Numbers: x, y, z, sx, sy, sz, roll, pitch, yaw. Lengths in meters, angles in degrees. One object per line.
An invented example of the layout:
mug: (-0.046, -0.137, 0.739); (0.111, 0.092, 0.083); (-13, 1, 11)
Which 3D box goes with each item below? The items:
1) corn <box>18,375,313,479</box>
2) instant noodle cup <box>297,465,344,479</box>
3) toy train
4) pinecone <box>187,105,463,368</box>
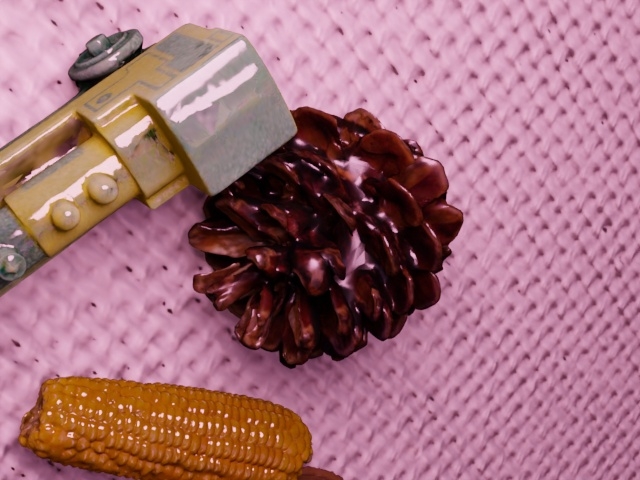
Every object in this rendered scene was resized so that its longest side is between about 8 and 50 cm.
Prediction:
corn: (-0.164, 0.229, 1.086); (0.363, 0.120, 0.120); (14, 98, -31)
instant noodle cup: (-0.033, 0.443, 1.246); (0.274, 0.091, 0.273); (-10, 109, -29)
toy train: (-0.229, -0.066, 0.881); (0.369, 0.237, 0.150); (-39, 123, -14)
pinecone: (0.001, 0.004, 1.034); (0.296, 0.242, 0.298); (-29, 124, -22)
